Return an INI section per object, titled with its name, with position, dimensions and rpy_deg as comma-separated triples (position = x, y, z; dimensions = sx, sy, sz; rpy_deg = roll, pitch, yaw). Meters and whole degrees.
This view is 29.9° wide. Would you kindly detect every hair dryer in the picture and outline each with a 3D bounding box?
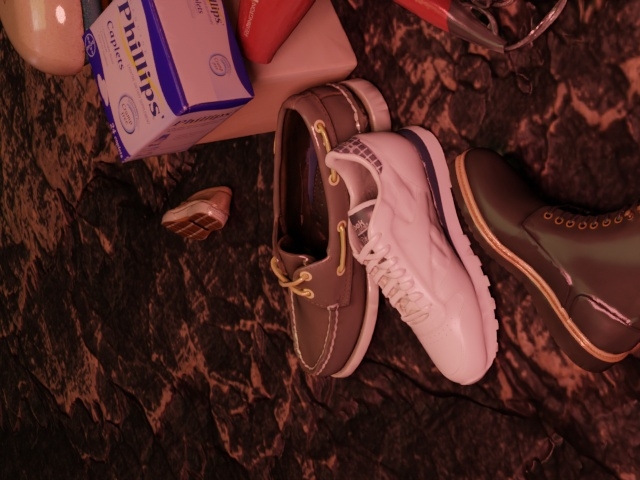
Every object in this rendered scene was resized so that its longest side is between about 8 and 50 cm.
[hair dryer]
position = 0.034, -0.225, 0.961
dimensions = 0.294, 0.080, 0.223
rpy_deg = -22, 81, 35

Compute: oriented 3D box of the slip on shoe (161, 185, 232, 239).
[slip on shoe]
position = -0.139, -0.033, 1.369
dimensions = 0.135, 0.051, 0.041
rpy_deg = -20, 44, 63

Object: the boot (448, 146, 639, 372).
[boot]
position = 0.196, -0.018, 0.888
dimensions = 0.198, 0.077, 0.137
rpy_deg = 52, 135, 11

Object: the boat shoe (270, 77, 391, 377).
[boat shoe]
position = -0.003, -0.002, 1.140
dimensions = 0.109, 0.091, 0.305
rpy_deg = 31, 124, 46

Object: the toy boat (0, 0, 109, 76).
[toy boat]
position = -0.301, -0.350, 1.423
dimensions = 0.267, 0.148, 0.318
rpy_deg = 66, 151, 23

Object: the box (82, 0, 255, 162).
[box]
position = -0.134, -0.150, 1.028
dimensions = 0.137, 0.072, 0.126
rpy_deg = -28, 78, 54

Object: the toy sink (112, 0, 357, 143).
[toy sink]
position = -0.097, -0.225, 1.148
dimensions = 0.131, 0.153, 0.234
rpy_deg = -42, 68, 52

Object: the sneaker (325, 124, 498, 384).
[sneaker]
position = 0.076, 0.018, 1.037
dimensions = 0.090, 0.095, 0.235
rpy_deg = -32, 76, 52
